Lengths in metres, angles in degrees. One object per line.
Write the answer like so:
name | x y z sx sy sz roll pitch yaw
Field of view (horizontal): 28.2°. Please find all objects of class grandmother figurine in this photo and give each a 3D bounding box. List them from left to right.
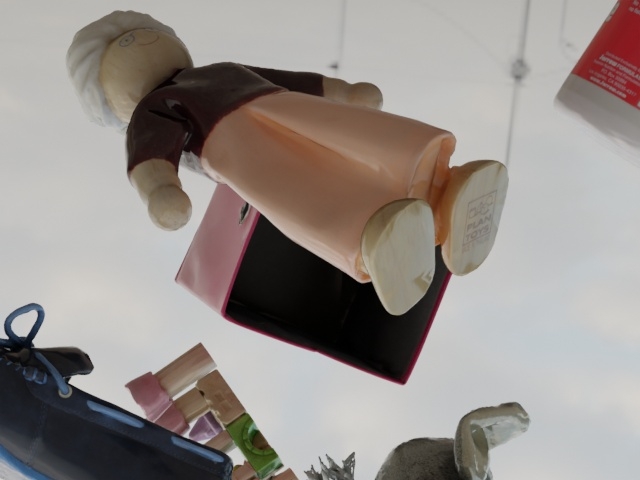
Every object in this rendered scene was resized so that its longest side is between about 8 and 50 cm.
grandmother figurine | -0.042 -0.073 0.839 0.342 0.104 0.208 28 -148 35

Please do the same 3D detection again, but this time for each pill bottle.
pill bottle | 0.513 -0.290 1.707 0.229 0.408 0.229 32 -173 -5

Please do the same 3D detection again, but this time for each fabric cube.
fabric cube | 0.000 0.000 1.587 0.259 0.254 0.258 22 180 -20

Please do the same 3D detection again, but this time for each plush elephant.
plush elephant | 0.111 0.296 1.196 0.272 0.330 0.255 -28 -174 27

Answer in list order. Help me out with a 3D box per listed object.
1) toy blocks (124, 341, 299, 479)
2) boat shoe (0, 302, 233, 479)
toy blocks | -0.180 0.357 1.791 0.260 0.309 0.288 -35 -113 -9
boat shoe | -0.171 0.103 0.777 0.258 0.089 0.109 38 155 -19
